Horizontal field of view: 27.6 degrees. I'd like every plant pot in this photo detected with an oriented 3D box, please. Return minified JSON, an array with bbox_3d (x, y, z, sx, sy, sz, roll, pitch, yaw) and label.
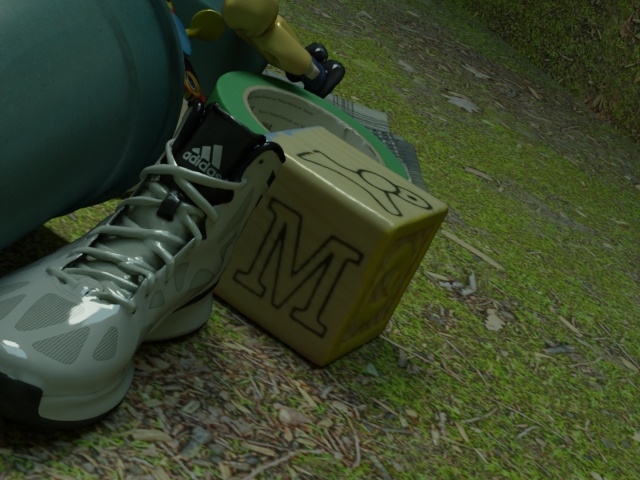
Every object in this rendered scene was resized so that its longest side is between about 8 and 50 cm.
[{"bbox_3d":[-0.345,-0.129,1.228,0.341,0.341,0.334,28,27,3],"label":"plant pot"},{"bbox_3d":[-0.206,-0.331,2.137,0.234,0.166,0.165,32,18,-16],"label":"plant pot"}]

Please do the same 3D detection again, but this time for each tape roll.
[{"bbox_3d":[-0.025,-0.129,1.906,0.321,0.077,0.321,27,23,-12],"label":"tape roll"}]

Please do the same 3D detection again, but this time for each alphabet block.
[{"bbox_3d":[0.000,0.000,1.507,0.197,0.193,0.192,34,22,17],"label":"alphabet block"}]

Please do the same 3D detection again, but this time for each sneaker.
[{"bbox_3d":[-0.178,-0.010,1.203,0.169,0.257,0.447,30,20,8],"label":"sneaker"}]

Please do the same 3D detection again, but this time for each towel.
[{"bbox_3d":[0.029,-0.187,2.220,0.324,0.056,0.312,23,20,-15],"label":"towel"}]

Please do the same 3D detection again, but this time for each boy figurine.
[{"bbox_3d":[-0.071,-0.322,2.006,0.177,0.092,0.285,50,4,33],"label":"boy figurine"}]

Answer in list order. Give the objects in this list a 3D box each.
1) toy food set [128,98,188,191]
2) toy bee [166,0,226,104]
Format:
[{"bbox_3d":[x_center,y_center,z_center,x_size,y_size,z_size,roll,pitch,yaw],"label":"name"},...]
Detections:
[{"bbox_3d":[-0.302,-0.161,1.710,0.219,0.092,0.306,-12,41,-44],"label":"toy food set"},{"bbox_3d":[-0.240,-0.260,1.956,0.195,0.298,0.162,-2,-22,21],"label":"toy bee"}]
